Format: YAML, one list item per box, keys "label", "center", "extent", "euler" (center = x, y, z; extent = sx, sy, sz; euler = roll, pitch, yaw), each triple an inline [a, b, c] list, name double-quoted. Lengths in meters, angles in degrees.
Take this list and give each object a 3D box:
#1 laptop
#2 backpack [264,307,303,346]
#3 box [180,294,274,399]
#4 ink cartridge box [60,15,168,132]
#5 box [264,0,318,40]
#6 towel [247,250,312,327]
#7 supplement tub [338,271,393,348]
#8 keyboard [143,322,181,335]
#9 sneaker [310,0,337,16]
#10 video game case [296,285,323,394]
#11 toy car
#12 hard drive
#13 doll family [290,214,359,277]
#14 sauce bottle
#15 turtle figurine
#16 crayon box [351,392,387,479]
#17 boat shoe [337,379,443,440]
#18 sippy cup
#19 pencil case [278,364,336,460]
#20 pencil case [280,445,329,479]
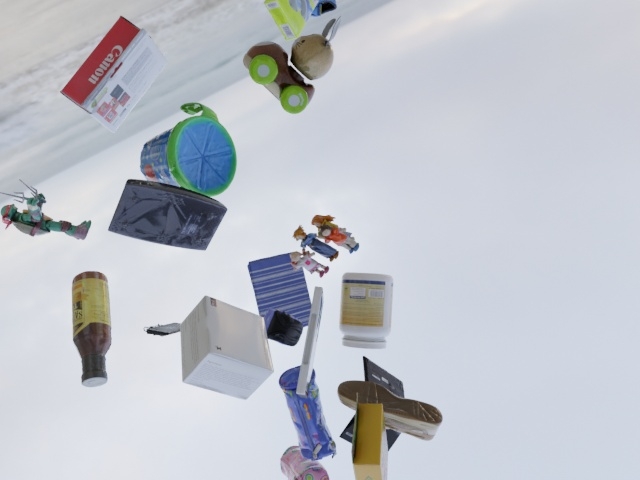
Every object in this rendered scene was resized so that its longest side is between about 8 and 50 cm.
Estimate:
- label: "laptop"
  center: [0.186, 0.587, 2.014]
  extent: [0.136, 0.234, 0.264]
  euler: [-33, -144, 27]
- label: "backpack"
  center: [-0.119, 0.269, 1.785]
  extent: [0.098, 0.120, 0.101]
  euler: [-67, -157, -4]
- label: "box"
  center: [-0.226, 0.255, 1.360]
  extent: [0.119, 0.182, 0.181]
  euler: [-47, -144, 23]
- label: "ink cartridge box"
  center: [-0.659, -0.535, 1.823]
  extent: [0.309, 0.130, 0.272]
  euler: [-54, 177, -5]
- label: "box"
  center: [-0.060, -0.569, 1.339]
  extent: [0.042, 0.109, 0.178]
  euler: [1, -125, 34]
- label: "towel"
  center: [-0.169, 0.229, 2.469]
  extent: [0.243, 0.336, 0.040]
  euler: [-14, -179, -21]
- label: "supplement tub"
  center: [0.196, 0.300, 2.471]
  extent: [0.228, 0.316, 0.228]
  euler: [4, 175, 0]
- label: "keyboard"
  center: [-0.462, 0.278, 1.733]
  extent: [0.100, 0.038, 0.192]
  euler: [7, 179, 12]
- label: "sneaker"
  center: [-0.048, -0.734, 1.792]
  extent: [0.209, 0.069, 0.082]
  euler: [-16, -128, -17]
- label: "video game case"
  center: [-0.026, 0.288, 1.591]
  extent: [0.025, 0.285, 0.204]
  euler: [9, 162, 4]
- label: "toy car"
  center: [-0.036, -0.348, 1.066]
  extent: [0.188, 0.149, 0.155]
  euler: [-45, -158, 10]
- label: "hard drive"
  center: [-0.380, -0.065, 1.427]
  extent: [0.172, 0.254, 0.054]
  euler: [-56, -144, 33]
- label: "doll family"
  center: [0.000, 0.000, 1.854]
  extent: [0.263, 0.163, 0.118]
  euler: [-41, -153, 39]
- label: "sauce bottle"
  center: [-0.251, 0.096, 0.628]
  extent: [0.042, 0.042, 0.128]
  euler: [-24, -124, 9]
- label: "turtle figurine"
  center: [-0.719, -0.065, 1.468]
  extent: [0.118, 0.234, 0.175]
  euler: [-63, -148, 5]
- label: "crayon box"
  center: [0.147, 0.621, 1.664]
  extent: [0.081, 0.319, 0.202]
  euler: [-2, -142, 11]
- label: "boat shoe"
  center: [0.208, 0.548, 1.812]
  extent: [0.341, 0.110, 0.122]
  euler: [18, -152, 7]
- label: "sippy cup"
  center: [-0.405, -0.237, 1.687]
  extent: [0.224, 0.240, 0.305]
  euler: [0, -138, 39]
- label: "pencil case"
  center: [-0.040, 0.549, 1.798]
  extent: [0.119, 0.306, 0.133]
  euler: [-13, -164, 4]
- label: "pencil case"
  center: [-0.057, 0.785, 1.934]
  extent: [0.124, 0.124, 0.284]
  euler: [-32, -175, -15]
